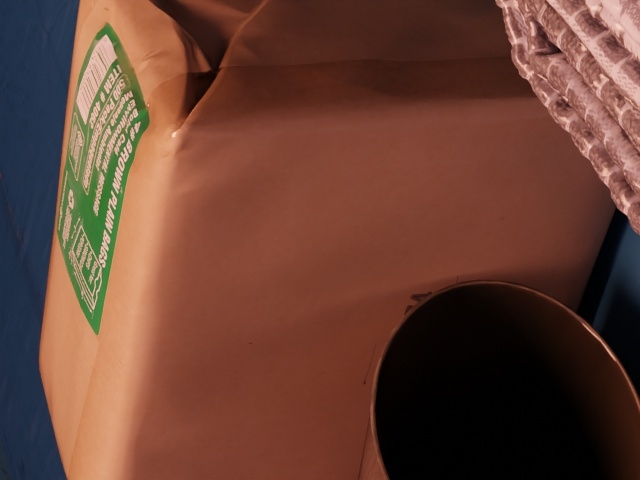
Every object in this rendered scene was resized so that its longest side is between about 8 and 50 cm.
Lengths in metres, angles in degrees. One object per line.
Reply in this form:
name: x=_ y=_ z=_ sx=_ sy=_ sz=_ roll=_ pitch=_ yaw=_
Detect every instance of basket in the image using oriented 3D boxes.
basket: x=0.087 y=0.173 z=1.136 sx=0.227 sy=0.154 sz=0.204 roll=103 pitch=166 yaw=-49

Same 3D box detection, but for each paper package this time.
paper package: x=0.000 y=0.000 z=1.170 sx=0.168 sy=0.309 sz=0.325 roll=-120 pitch=33 yaw=-41

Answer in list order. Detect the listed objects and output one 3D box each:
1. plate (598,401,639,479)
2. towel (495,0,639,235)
plate: x=0.219 y=0.214 z=1.032 sx=0.277 sy=0.045 sz=0.278 roll=107 pitch=154 yaw=-45
towel: x=0.224 y=-0.055 z=0.737 sx=0.283 sy=0.235 sz=0.121 roll=-119 pitch=28 yaw=-42
